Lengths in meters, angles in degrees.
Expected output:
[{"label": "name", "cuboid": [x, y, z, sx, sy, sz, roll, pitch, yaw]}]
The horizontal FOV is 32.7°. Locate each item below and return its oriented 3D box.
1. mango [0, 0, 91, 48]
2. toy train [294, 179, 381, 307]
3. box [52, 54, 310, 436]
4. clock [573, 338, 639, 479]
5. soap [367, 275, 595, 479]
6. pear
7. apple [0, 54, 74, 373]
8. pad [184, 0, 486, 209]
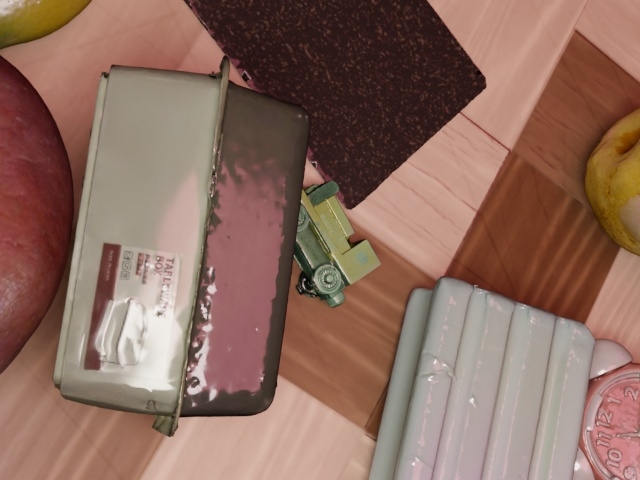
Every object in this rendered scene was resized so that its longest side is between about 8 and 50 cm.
[{"label": "mango", "cuboid": [-0.265, -0.222, 0.913, 0.195, 0.092, 0.130, -47, 110, -11]}, {"label": "toy train", "cuboid": [0.000, 0.000, 1.018, 0.081, 0.050, 0.122, -31, 96, -28]}, {"label": "box", "cuboid": [-0.112, 0.009, 0.879, 0.166, 0.220, 0.290, 9, 81, -10]}, {"label": "clock", "cuboid": [0.305, 0.196, 1.109, 0.162, 0.093, 0.166, 24, 75, -9]}, {"label": "soap", "cuboid": [0.143, 0.196, 1.013, 0.173, 0.095, 0.289, 19, 71, -15]}, {"label": "pear", "cuboid": [0.365, -0.056, 1.119, 0.178, 0.178, 0.178, 3, 82, -23]}, {"label": "apple", "cuboid": [-0.318, -0.009, 0.772, 0.305, 0.235, 0.306, 2, 69, -4]}, {"label": "pad", "cuboid": [0.002, -0.220, 1.070, 0.220, 0.004, 0.330, -42, 100, -22]}]
